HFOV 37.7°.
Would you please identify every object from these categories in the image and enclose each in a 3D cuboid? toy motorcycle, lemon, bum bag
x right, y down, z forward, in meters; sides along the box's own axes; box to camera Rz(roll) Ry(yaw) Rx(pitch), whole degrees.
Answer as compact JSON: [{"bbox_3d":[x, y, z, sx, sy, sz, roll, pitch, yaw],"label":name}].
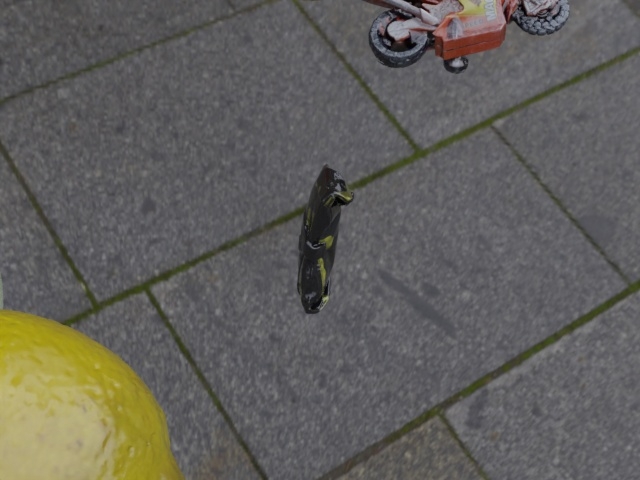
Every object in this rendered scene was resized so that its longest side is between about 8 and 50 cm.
[{"bbox_3d":[0.210,-0.344,1.390,0.298,0.089,0.171,-11,69,2],"label":"toy motorcycle"},{"bbox_3d":[-0.271,0.192,0.847,0.320,0.245,0.245,21,57,-3],"label":"lemon"},{"bbox_3d":[0.000,0.000,1.285,0.060,0.232,0.106,10,37,-4],"label":"bum bag"}]

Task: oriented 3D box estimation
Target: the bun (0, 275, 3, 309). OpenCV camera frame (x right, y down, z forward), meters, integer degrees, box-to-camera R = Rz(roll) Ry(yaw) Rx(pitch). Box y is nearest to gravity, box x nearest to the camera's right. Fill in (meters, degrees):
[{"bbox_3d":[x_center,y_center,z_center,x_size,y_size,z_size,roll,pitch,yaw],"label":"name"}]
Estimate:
[{"bbox_3d":[-0.530,0.084,1.114,0.283,0.179,0.283,0,78,1],"label":"bun"}]
